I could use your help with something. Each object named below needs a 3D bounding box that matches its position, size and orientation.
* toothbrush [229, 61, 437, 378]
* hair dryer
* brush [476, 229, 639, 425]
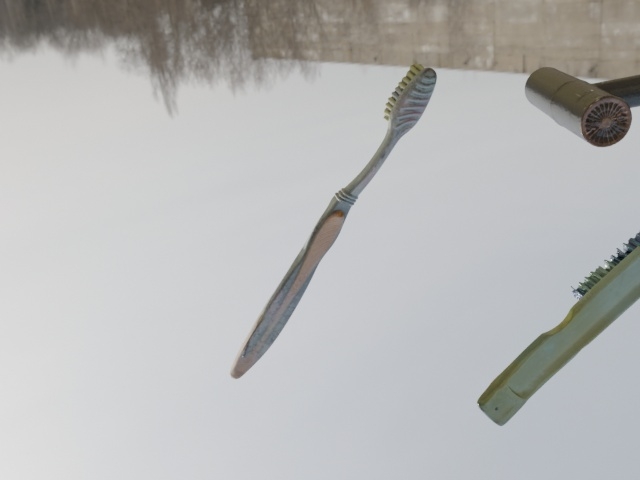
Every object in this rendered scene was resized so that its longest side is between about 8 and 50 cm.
[{"bbox_3d":[0.000,0.000,0.634,0.028,0.375,0.037,19,-155,-28],"label":"toothbrush"},{"bbox_3d":[0.314,-0.151,0.638,0.195,0.050,0.173,-13,-156,4],"label":"hair dryer"},{"bbox_3d":[0.175,0.056,0.463,0.178,0.033,0.030,-43,-150,0],"label":"brush"}]
